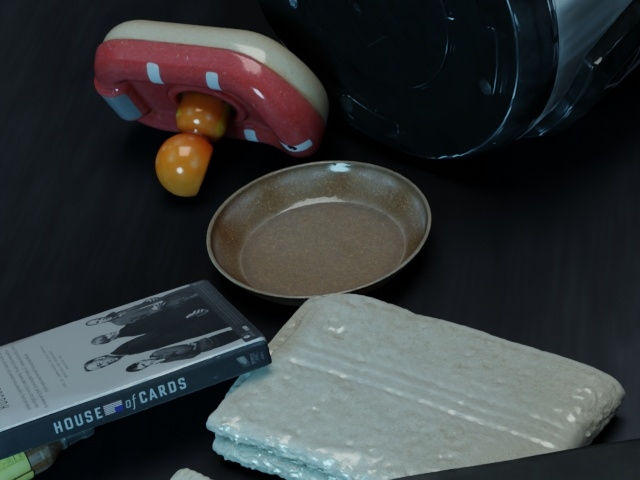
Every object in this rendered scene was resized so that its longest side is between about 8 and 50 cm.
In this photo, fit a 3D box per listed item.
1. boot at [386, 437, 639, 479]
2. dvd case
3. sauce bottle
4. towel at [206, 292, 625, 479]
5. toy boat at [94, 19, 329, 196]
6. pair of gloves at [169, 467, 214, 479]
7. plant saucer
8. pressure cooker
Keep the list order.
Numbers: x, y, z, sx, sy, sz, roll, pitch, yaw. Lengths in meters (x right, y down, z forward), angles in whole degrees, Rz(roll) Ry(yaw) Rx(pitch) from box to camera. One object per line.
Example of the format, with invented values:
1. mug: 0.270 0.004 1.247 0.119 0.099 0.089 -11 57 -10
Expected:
1. boot: 0.279 0.248 1.145 0.445 0.146 0.367 -9 30 -6
2. dvd case: -0.177 0.101 1.490 0.238 0.030 0.179 -19 20 -13
3. sauce bottle: -0.238 0.171 1.447 0.128 0.042 0.042 -26 40 -26
4. towel: 0.069 0.136 1.427 0.282 0.049 0.187 17 45 28
5. toy boat: -0.110 -0.111 1.738 0.231 0.151 0.151 8 70 22
6. pair of gloves: -0.089 0.258 1.302 0.240 0.042 0.204 26 49 38
7. plant saucer: 0.000 0.000 1.628 0.198 0.036 0.199 -5 38 4
8. pressure cooker: 0.183 -0.321 1.735 0.370 0.376 0.420 22 47 38
